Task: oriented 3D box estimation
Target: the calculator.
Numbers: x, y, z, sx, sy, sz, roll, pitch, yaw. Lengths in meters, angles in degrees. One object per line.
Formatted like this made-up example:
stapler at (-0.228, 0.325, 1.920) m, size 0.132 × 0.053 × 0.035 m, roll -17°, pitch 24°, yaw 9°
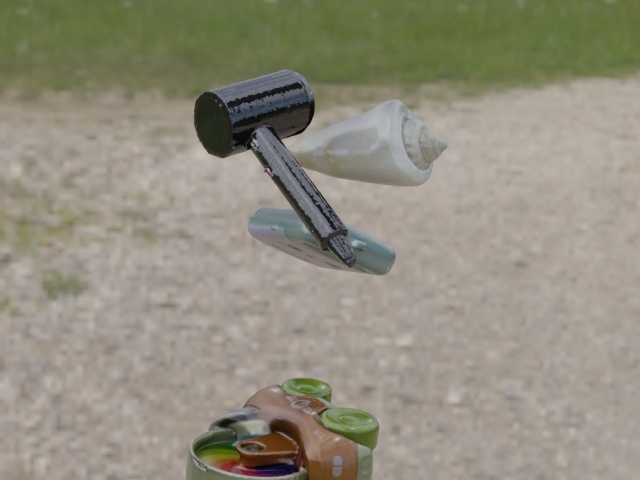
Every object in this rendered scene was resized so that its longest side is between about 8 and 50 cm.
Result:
calculator at (0.000, 0.000, 2.242) m, size 0.141 × 0.045 × 0.246 m, roll 25°, pitch -8°, yaw -25°

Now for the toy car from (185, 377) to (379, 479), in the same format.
toy car at (-0.062, 0.264, 2.091) m, size 0.235 × 0.145 × 0.235 m, roll 7°, pitch 15°, yaw -2°

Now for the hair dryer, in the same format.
hair dryer at (-0.019, -0.073, 1.765) m, size 0.114 × 0.070 × 0.248 m, roll -19°, pitch 57°, yaw -31°

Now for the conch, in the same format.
conch at (0.055, -0.095, 1.878) m, size 0.176 × 0.094 × 0.104 m, roll -18°, pitch 32°, yaw 30°
